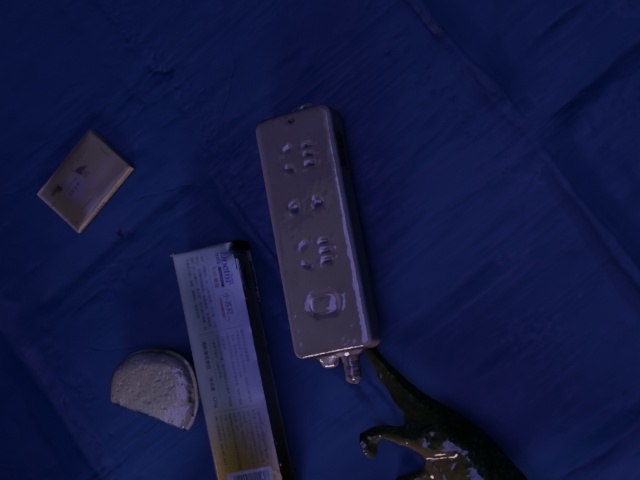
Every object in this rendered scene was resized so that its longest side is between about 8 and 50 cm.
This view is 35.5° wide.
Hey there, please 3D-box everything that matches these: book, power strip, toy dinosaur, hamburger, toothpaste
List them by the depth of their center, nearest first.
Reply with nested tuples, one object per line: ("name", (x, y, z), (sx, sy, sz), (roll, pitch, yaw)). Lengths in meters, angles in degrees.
("toy dinosaur", (0.213, 0.238, 1.088), (0.301, 0.087, 0.447), (-28, 77, 17))
("power strip", (0.000, 0.000, 1.156), (0.098, 0.058, 0.338), (-13, 82, 17))
("toothpaste", (-0.101, 0.157, 1.182), (0.089, 0.071, 0.313), (-13, 86, 14))
("hamburger", (-0.191, 0.171, 1.203), (0.121, 0.054, 0.084), (19, 89, 24))
("book", (-0.297, -0.075, 1.259), (0.077, 0.014, 0.111), (42, 97, 11))
